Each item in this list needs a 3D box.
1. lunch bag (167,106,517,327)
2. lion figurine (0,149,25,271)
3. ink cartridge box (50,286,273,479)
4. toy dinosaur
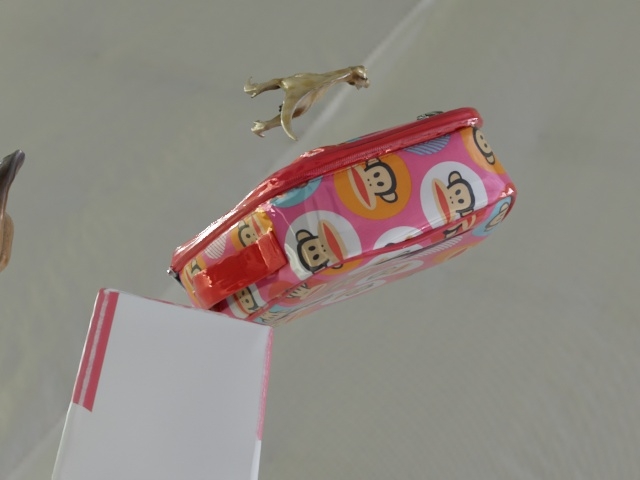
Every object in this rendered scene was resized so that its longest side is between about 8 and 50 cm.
[{"bbox_3d":[0.000,0.000,1.318,0.258,0.293,0.120,-21,-97,-31],"label":"lunch bag"},{"bbox_3d":[-0.386,0.085,1.159,0.392,0.142,0.240,-28,-140,12],"label":"lion figurine"},{"bbox_3d":[-0.090,0.159,0.736,0.092,0.218,0.159,13,-141,-6],"label":"ink cartridge box"},{"bbox_3d":[-0.020,-0.127,1.331,0.092,0.053,0.183,-15,-167,30],"label":"toy dinosaur"}]
